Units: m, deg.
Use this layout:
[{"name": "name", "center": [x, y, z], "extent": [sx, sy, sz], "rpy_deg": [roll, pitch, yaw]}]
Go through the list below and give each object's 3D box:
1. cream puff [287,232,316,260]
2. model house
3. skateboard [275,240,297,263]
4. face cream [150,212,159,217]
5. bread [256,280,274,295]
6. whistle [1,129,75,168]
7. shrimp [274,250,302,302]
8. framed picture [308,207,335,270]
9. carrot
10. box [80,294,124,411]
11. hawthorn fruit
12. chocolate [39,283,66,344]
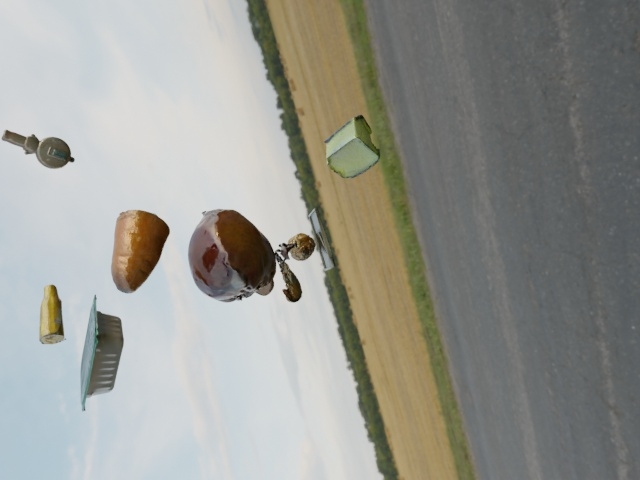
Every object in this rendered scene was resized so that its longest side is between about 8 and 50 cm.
[{"name": "cream puff", "center": [-0.082, 0.034, 2.351], "extent": [0.104, 0.120, 0.132], "rpy_deg": [31, 124, 40]}, {"name": "model house", "center": [0.125, -0.395, 2.190], "extent": [0.170, 0.194, 0.211], "rpy_deg": [30, -140, -32]}, {"name": "skateboard", "center": [-0.137, 0.038, 2.213], "extent": [0.151, 0.080, 0.067], "rpy_deg": [-92, -18, -72]}, {"name": "face cream", "center": [-0.714, -0.051, 2.220], "extent": [0.117, 0.104, 0.117], "rpy_deg": [40, 153, 25]}, {"name": "bread", "center": [-0.215, 0.166, 1.994], "extent": [0.053, 0.085, 0.084], "rpy_deg": [-79, -27, -82]}, {"name": "whistle", "center": [-0.912, -0.302, 1.724], "extent": [0.057, 0.220, 0.107], "rpy_deg": [11, 81, 55]}, {"name": "shrimp", "center": [-0.158, 0.173, 2.501], "extent": [0.262, 0.066, 0.117], "rpy_deg": [60, -149, -13]}, {"name": "framed picture", "center": [0.000, 0.000, 2.229], "extent": [0.189, 0.023, 0.259], "rpy_deg": [138, 116, -77]}, {"name": "carrot", "center": [-0.548, 0.044, 1.547], "extent": [0.159, 0.159, 0.224], "rpy_deg": [72, -155, -59]}, {"name": "box", "center": [-0.763, 0.398, 1.854], "extent": [0.264, 0.106, 0.336], "rpy_deg": [52, 128, 52]}, {"name": "hawthorn fruit", "center": [-0.304, 0.053, 1.822], "extent": [0.308, 0.309, 0.324], "rpy_deg": [46, -136, -87]}, {"name": "chocolate", "center": [-0.938, 0.250, 1.840], "extent": [0.085, 0.086, 0.219], "rpy_deg": [72, 176, -59]}]
